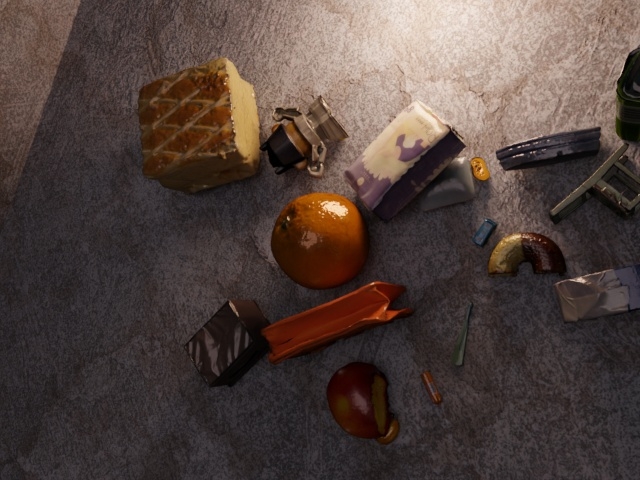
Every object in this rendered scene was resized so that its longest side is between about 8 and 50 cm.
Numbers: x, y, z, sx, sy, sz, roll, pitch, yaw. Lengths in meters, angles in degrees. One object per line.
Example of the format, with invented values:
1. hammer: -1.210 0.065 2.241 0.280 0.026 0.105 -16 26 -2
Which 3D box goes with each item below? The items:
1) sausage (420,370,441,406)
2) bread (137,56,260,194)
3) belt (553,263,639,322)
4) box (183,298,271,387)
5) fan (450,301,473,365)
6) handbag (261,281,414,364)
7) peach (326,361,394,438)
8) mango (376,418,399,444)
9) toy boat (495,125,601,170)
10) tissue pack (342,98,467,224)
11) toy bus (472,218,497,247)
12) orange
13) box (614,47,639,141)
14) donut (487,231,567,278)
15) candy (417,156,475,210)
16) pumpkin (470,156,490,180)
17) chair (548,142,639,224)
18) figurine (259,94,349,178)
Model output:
1. sausage: 0.331 0.443 1.828 0.031 0.031 0.107 -28 72 18
2. bread: -0.413 -0.382 2.144 0.390 0.279 0.371 -16 75 22
3. belt: 0.788 0.128 1.570 0.347 0.212 0.117 -14 79 17
4. box: -0.299 0.345 2.059 0.252 0.153 0.188 -43 67 14
5. fan: 0.422 0.277 1.819 0.038 0.016 0.193 12 88 27
6. handbag: 0.050 0.251 1.834 0.410 0.303 0.116 -24 75 21
7. peach: 0.131 0.478 1.830 0.196 0.190 0.226 -29 54 -29
8. mango: 0.204 0.578 1.858 0.060 0.046 0.089 40 95 24
9. toy boat: 0.642 -0.258 1.737 0.283 0.127 0.078 -11 85 21
10. tissue pack: 0.250 -0.245 1.870 0.343 0.125 0.242 -46 37 12
11. toy bus: 0.485 -0.023 1.817 0.038 0.046 0.083 34 98 24
12. orange: 0.000 0.000 1.895 0.312 0.312 0.312 -4 81 24
13. box: 0.807 -0.359 1.555 0.097 0.345 0.134 18 90 26
14. donut: 0.574 0.043 1.746 0.217 0.085 0.141 -9 79 25
15. candy: 0.375 -0.172 1.872 0.174 0.071 0.138 -14 74 23
16. pumpkin: 0.478 -0.212 1.854 0.050 0.028 0.083 -5 70 -8
17. chair: 0.771 -0.108 1.651 0.270 0.136 0.147 -46 66 10
18. figurine: -0.067 -0.345 2.060 0.308 0.143 0.308 -13 58 22
